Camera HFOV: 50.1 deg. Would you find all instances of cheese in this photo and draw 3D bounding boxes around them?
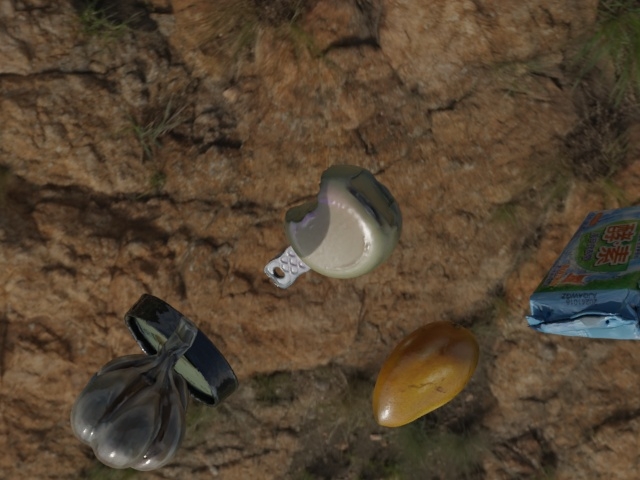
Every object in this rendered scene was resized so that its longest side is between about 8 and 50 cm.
[{"bbox_3d":[0.000,0.000,1.051,0.163,0.082,0.286,51,133,-6],"label":"cheese"}]

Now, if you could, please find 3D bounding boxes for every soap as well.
[{"bbox_3d":[0.405,0.039,0.941,0.156,0.293,0.077,-8,117,46],"label":"soap"}]

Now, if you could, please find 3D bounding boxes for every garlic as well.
[{"bbox_3d":[-0.199,0.182,0.802,0.131,0.127,0.194,41,90,-7],"label":"garlic"}]

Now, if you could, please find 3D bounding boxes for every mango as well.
[{"bbox_3d":[0.173,0.228,1.156,0.219,0.112,0.145,-42,127,-11],"label":"mango"}]

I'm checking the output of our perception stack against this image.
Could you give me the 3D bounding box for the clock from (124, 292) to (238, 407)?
[{"bbox_3d":[-0.191,0.151,0.924,0.040,0.184,0.184,-46,109,-26],"label":"clock"}]
